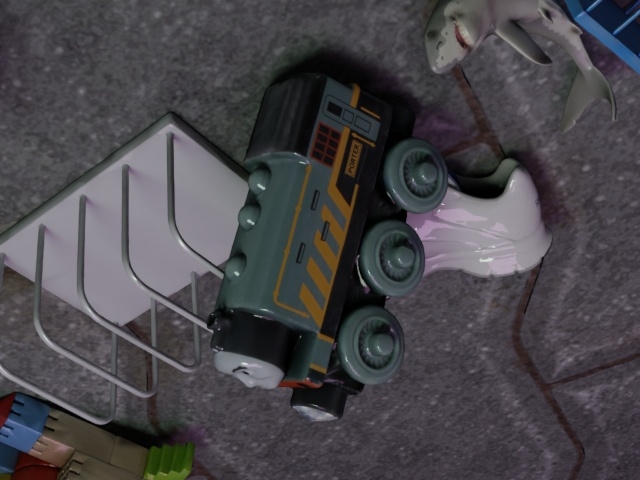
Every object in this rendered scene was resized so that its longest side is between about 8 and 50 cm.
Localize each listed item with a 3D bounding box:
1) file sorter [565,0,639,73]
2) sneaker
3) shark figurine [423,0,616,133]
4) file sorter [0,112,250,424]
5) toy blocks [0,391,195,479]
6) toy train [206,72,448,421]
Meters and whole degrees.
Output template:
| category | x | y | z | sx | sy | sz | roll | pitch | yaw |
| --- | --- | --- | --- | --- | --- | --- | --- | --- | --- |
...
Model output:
| category | x | y | z | sx | sy | sz | roll | pitch | yaw |
| --- | --- | --- | --- | --- | --- | --- | --- | --- | --- |
| file sorter | 0.305 | -0.226 | 1.062 | 0.170 | 0.118 | 0.104 | 29 | 122 | -33 |
| sneaker | 0.103 | -0.017 | 1.283 | 0.297 | 0.111 | 0.129 | -14 | 121 | 1 |
| shark figurine | 0.172 | -0.200 | 1.106 | 0.278 | 0.166 | 0.116 | 11 | 163 | -43 |
| file sorter | -0.190 | 0.043 | 1.232 | 0.277 | 0.173 | 0.193 | -32 | 133 | 23 |
| toy blocks | -0.377 | 0.361 | 1.567 | 0.260 | 0.191 | 0.381 | 27 | 127 | -17 |
| toy train | 0.000 | 0.000 | 1.127 | 0.190 | 0.334 | 0.142 | 25 | 162 | -29 |
